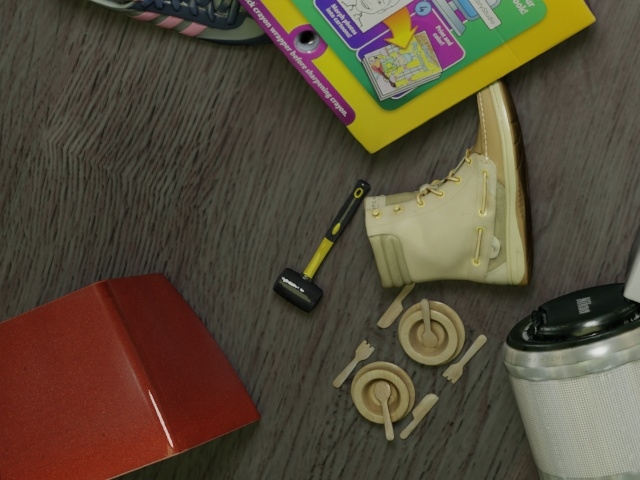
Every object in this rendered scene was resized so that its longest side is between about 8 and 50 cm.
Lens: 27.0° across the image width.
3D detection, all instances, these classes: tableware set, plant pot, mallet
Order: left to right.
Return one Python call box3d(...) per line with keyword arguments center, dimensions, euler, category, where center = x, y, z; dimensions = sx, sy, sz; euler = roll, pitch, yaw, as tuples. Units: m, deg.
box3d(center=(-0.274, 0.183, 1.731), dimensions=(0.267, 0.267, 0.236), euler=(-22, 84, 18), category="plant pot")
box3d(center=(0.000, 0.000, 1.719), dimensions=(0.062, 0.039, 0.190), euler=(25, 105, 3), category="mallet")
box3d(center=(0.111, 0.164, 1.728), dimensions=(0.128, 0.039, 0.194), euler=(37, 110, 3), category="tableware set")

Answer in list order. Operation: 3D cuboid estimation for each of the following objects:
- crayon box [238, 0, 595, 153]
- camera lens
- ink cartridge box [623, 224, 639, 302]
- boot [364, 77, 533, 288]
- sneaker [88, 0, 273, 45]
box3d(center=(0.082, -0.315, 1.497), dimensions=(0.313, 0.106, 0.363), euler=(-31, 125, 18), category="crayon box")
box3d(center=(0.349, 0.203, 1.581), dimensions=(0.219, 0.219, 0.274), euler=(-15, 100, 17), category="camera lens")
box3d(center=(0.481, -0.051, 1.493), dimensions=(0.198, 0.197, 0.270), euler=(20, 108, 9), category="ink cartridge box")
box3d(center=(0.150, -0.067, 1.632), dimensions=(0.203, 0.095, 0.262), euler=(-3, 107, 16), category="boot")
box3d(center=(-0.185, -0.303, 1.633), dimensions=(0.318, 0.131, 0.112), euler=(14, 107, 10), category="sneaker")
